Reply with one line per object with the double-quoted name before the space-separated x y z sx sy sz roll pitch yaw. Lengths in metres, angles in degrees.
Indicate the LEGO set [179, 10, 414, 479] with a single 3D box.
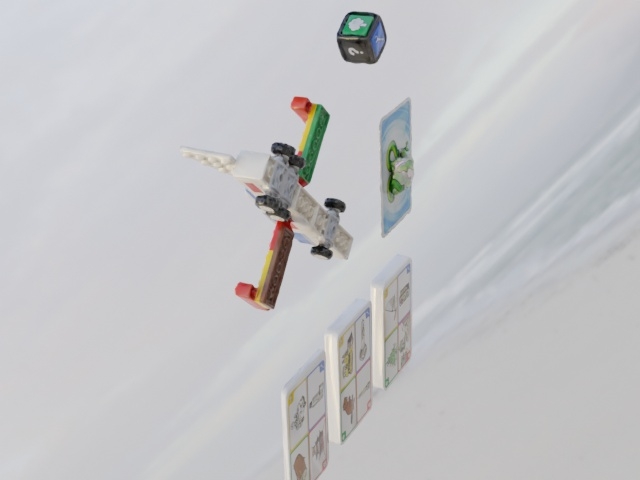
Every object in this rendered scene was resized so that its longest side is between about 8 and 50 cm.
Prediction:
"LEGO set" 0.000 0.000 0.653 0.182 0.060 0.244 -43 -44 -54
